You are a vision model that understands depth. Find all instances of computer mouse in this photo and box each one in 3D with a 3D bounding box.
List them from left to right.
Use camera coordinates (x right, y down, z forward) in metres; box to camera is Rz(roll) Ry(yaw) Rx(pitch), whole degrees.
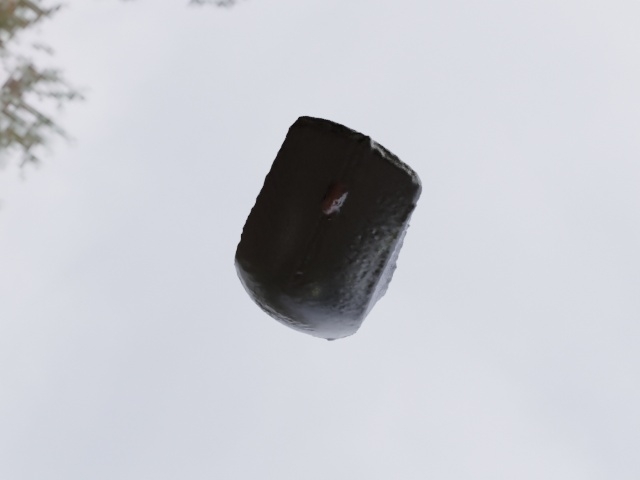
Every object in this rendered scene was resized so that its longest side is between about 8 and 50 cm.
[{"bbox_3d":[-0.002,0.004,1.571,0.168,0.295,0.087,28,-135,8],"label":"computer mouse"}]
